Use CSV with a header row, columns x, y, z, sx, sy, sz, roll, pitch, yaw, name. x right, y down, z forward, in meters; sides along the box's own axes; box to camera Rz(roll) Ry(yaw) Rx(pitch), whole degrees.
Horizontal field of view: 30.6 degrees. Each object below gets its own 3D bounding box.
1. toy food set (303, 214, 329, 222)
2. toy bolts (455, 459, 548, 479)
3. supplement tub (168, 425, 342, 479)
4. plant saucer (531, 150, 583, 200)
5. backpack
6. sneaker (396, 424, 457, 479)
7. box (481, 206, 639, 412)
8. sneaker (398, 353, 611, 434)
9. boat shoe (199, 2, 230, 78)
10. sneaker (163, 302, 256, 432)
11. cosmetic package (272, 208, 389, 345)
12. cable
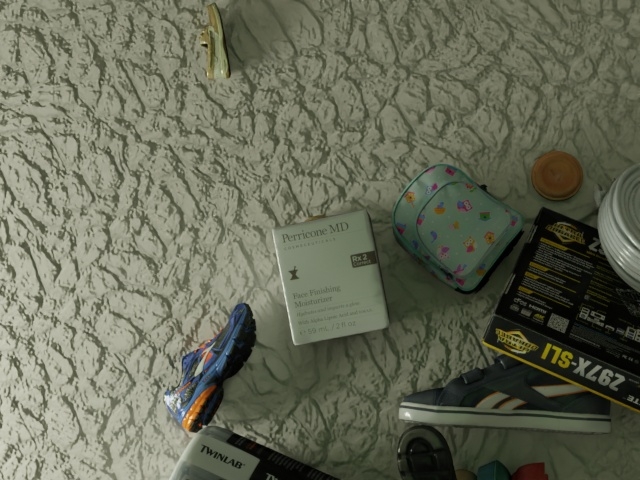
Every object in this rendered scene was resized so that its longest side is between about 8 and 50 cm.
x,y,z,sx,sy,sz,roll,pitch,yaw,name
0.000,0.000,1.918,0.082,0.020,0.083,18,80,9,toy food set
0.251,0.426,1.718,0.158,0.218,0.229,-3,59,14,toy bolts
-0.059,0.428,1.734,0.338,0.207,0.207,21,81,10,supplement tub
0.385,-0.105,1.905,0.083,0.013,0.084,-1,77,6,plant saucer
0.206,-0.026,1.842,0.188,0.144,0.166,38,89,15,backpack
0.175,0.399,1.709,0.101,0.106,0.268,-6,87,12,sneaker
0.435,0.111,1.758,0.322,0.079,0.257,23,47,10,box
0.280,0.228,1.787,0.321,0.126,0.128,2,81,-1,sneaker
-0.184,-0.340,1.998,0.045,0.050,0.135,-10,77,-2,boat shoe
-0.178,0.192,1.866,0.087,0.083,0.221,27,78,19,sneaker
0.020,0.058,1.821,0.151,0.151,0.184,-12,87,3,cosmetic package
0.549,-0.011,1.778,0.257,0.089,0.257,11,47,-1,cable
